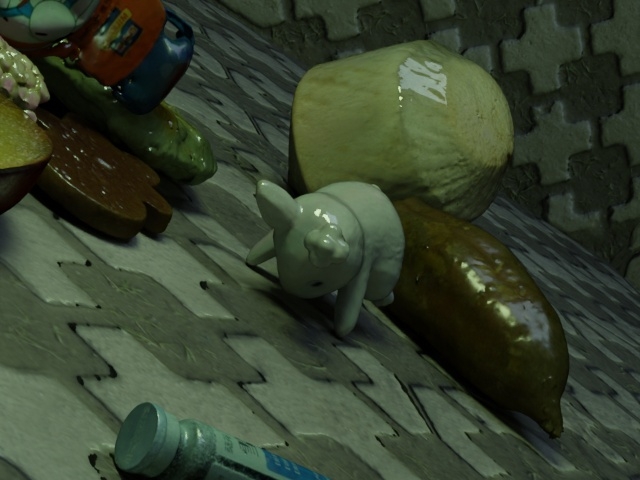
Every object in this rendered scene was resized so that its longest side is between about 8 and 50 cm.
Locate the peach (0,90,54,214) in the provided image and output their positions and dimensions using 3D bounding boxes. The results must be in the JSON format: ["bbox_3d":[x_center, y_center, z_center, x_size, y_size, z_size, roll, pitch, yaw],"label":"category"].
[{"bbox_3d":[-0.306,-0.077,1.264,0.189,0.068,0.279,25,14,-1],"label":"peach"}]

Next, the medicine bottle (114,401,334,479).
[{"bbox_3d":[-0.046,0.161,1.068,0.191,0.051,0.051,29,12,-31],"label":"medicine bottle"}]

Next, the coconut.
[{"bbox_3d":[0.085,-0.121,2.156,0.328,0.329,0.329,34,11,-7],"label":"coconut"}]

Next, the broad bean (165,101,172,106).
[{"bbox_3d":[-0.206,-0.154,1.979,0.063,0.045,0.083,28,5,-41],"label":"broad bean"}]

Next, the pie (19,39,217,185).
[{"bbox_3d":[-0.235,-0.157,1.763,0.306,0.071,0.306,35,1,-1],"label":"pie"}]

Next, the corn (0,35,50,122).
[{"bbox_3d":[-0.388,-0.200,1.394,0.335,0.127,0.127,31,11,-23],"label":"corn"}]

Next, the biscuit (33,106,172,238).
[{"bbox_3d":[-0.221,-0.063,1.537,0.180,0.039,0.236,39,10,-5],"label":"biscuit"}]

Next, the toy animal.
[{"bbox_3d":[-0.003,0.011,1.665,0.140,0.138,0.282,30,16,15],"label":"toy animal"}]

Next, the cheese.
[{"bbox_3d":[-0.249,-0.246,1.531,0.329,0.217,0.129,41,-5,-39],"label":"cheese"}]

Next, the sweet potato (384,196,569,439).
[{"bbox_3d":[0.188,0.083,1.876,0.157,0.158,0.369,23,15,-49],"label":"sweet potato"}]
